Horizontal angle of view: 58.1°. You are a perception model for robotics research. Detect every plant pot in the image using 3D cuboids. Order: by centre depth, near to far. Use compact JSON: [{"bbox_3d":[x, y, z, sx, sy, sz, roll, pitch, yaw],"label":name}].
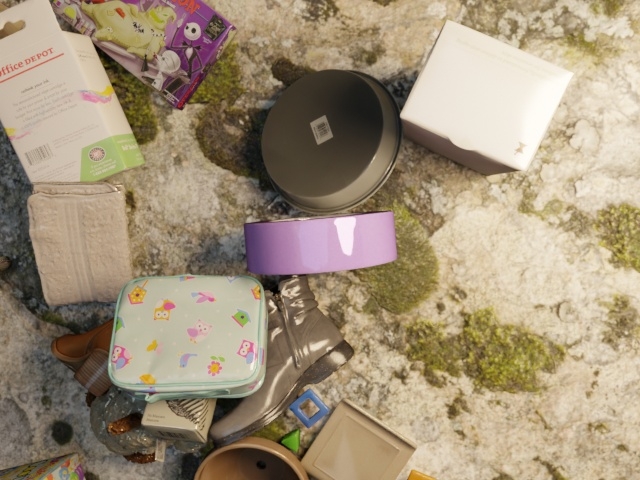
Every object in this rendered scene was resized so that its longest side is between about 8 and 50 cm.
[{"bbox_3d":[-0.133,0.492,1.186,0.237,0.110,0.238,1,105,6],"label":"plant pot"}]

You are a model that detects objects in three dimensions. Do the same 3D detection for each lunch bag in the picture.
[{"bbox_3d":[-0.236,0.179,1.041,0.278,0.108,0.224,-2,66,0],"label":"lunch bag"}]

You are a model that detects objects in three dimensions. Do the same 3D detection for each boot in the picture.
[{"bbox_3d":[-0.120,0.228,1.142,0.338,0.118,0.223,-35,87,-22],"label":"boot"},{"bbox_3d":[-0.436,0.188,1.204,0.109,0.283,0.220,49,67,-24],"label":"boot"}]

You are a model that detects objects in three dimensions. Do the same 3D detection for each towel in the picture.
[{"bbox_3d":[-0.481,0.012,1.175,0.187,0.049,0.283,-2,118,-7],"label":"towel"}]

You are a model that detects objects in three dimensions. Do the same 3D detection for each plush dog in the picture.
[{"bbox_3d":[-0.392,0.372,1.202,0.225,0.210,0.263,-31,87,36],"label":"plush dog"}]

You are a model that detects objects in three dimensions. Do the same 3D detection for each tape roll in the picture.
[{"bbox_3d":[0.000,0.000,1.054,0.274,0.275,0.090,-5,95,9],"label":"tape roll"}]

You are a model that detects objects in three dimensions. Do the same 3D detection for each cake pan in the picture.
[{"bbox_3d":[0.009,-0.197,1.096,0.293,0.054,0.294,-5,77,24],"label":"cake pan"}]

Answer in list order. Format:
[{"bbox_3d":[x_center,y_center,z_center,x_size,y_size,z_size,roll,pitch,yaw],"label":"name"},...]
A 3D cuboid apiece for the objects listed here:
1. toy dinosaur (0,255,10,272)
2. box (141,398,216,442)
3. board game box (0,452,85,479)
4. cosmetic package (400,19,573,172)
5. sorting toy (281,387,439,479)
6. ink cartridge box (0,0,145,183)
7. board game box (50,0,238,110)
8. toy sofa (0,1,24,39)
[{"bbox_3d":[-0.835,0.037,1.290,0.268,0.064,0.118,-6,100,12],"label":"toy dinosaur"},{"bbox_3d":[-0.250,0.243,1.127,0.113,0.094,0.275,3,57,6],"label":"box"},{"bbox_3d":[-0.673,0.588,1.266,0.275,0.142,0.145,-15,92,10],"label":"board game box"},{"bbox_3d":[0.251,-0.211,0.955,0.196,0.365,0.155,26,98,5],"label":"cosmetic package"},{"bbox_3d":[0.078,0.443,1.195,0.347,0.047,0.196,33,103,5],"label":"sorting toy"},{"bbox_3d":[-0.531,-0.280,1.164,0.207,0.119,0.354,-19,101,9],"label":"ink cartridge box"},{"bbox_3d":[-0.366,-0.457,1.189,0.346,0.056,0.208,38,94,4],"label":"board game box"},{"bbox_3d":[-0.742,-0.449,1.083,0.150,0.362,0.177,25,86,6],"label":"toy sofa"}]
